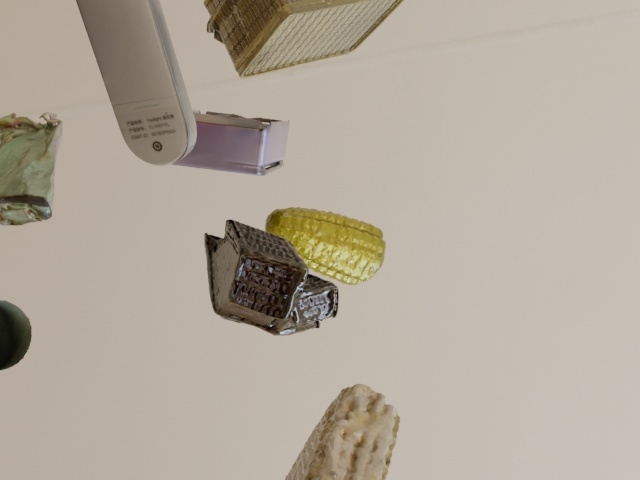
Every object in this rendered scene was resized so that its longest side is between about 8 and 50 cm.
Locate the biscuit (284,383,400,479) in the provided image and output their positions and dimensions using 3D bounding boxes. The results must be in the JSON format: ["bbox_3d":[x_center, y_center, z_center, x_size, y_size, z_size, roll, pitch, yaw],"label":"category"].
[{"bbox_3d":[-0.029,0.328,0.892,0.079,0.144,0.426,26,-50,0],"label":"biscuit"}]

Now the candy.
[{"bbox_3d":[0.000,0.000,1.274,0.199,0.094,0.106,20,-106,-29],"label":"candy"}]

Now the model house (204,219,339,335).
[{"bbox_3d":[-0.050,0.040,0.943,0.166,0.152,0.106,16,-113,-16],"label":"model house"}]

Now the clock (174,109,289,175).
[{"bbox_3d":[-0.128,-0.139,1.122,0.145,0.193,0.073,7,-81,5],"label":"clock"}]

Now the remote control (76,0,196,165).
[{"bbox_3d":[-0.175,-0.184,0.752,0.077,0.022,0.244,-4,-65,22],"label":"remote control"}]

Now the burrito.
[{"bbox_3d":[-0.506,-0.126,1.400,0.144,0.089,0.228,-4,-130,5],"label":"burrito"}]

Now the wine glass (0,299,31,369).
[{"bbox_3d":[-0.409,0.118,0.937,0.202,0.093,0.092,-17,-96,45],"label":"wine glass"}]

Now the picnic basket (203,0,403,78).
[{"bbox_3d":[-0.014,-0.222,0.760,0.115,0.164,0.079,-34,-99,54],"label":"picnic basket"}]
